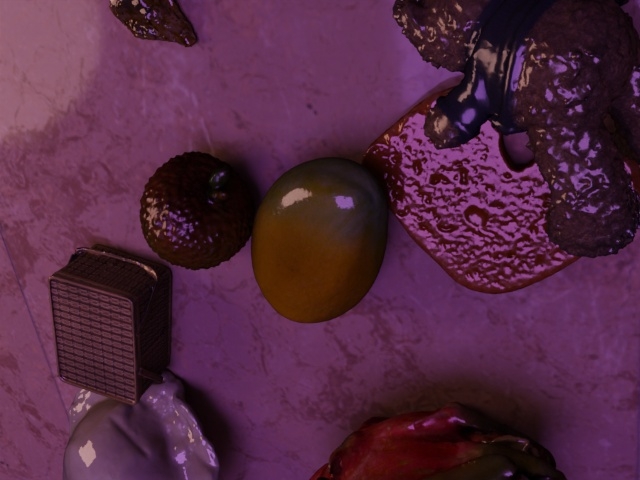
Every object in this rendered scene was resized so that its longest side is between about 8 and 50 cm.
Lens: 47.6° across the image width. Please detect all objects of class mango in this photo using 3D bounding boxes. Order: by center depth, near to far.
[{"bbox_3d":[0.000,0.000,0.661,0.130,0.092,0.195,45,142,5],"label":"mango"}]

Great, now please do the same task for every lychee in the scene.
[{"bbox_3d":[-0.120,-0.028,0.700,0.114,0.114,0.146,49,142,-7],"label":"lychee"}]

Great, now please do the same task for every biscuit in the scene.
[{"bbox_3d":[0.152,-0.053,0.617,0.192,0.036,0.186,46,121,-4],"label":"biscuit"}]

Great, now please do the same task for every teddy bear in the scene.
[{"bbox_3d":[0.166,-0.123,0.513,0.182,0.129,0.251,-43,79,-7],"label":"teddy bear"}]

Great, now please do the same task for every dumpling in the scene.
[{"bbox_3d":[-0.207,0.272,0.872,0.193,0.147,0.258,-19,78,16],"label":"dumpling"}]

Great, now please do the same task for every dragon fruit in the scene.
[{"bbox_3d":[0.102,0.280,0.698,0.302,0.231,0.237,-43,83,23],"label":"dragon fruit"}]

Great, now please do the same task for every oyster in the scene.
[{"bbox_3d":[-0.159,-0.211,0.670,0.093,0.034,0.051,15,128,10],"label":"oyster"}]

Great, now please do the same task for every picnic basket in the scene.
[{"bbox_3d":[-0.238,0.096,0.830,0.115,0.079,0.164,15,120,16],"label":"picnic basket"}]
